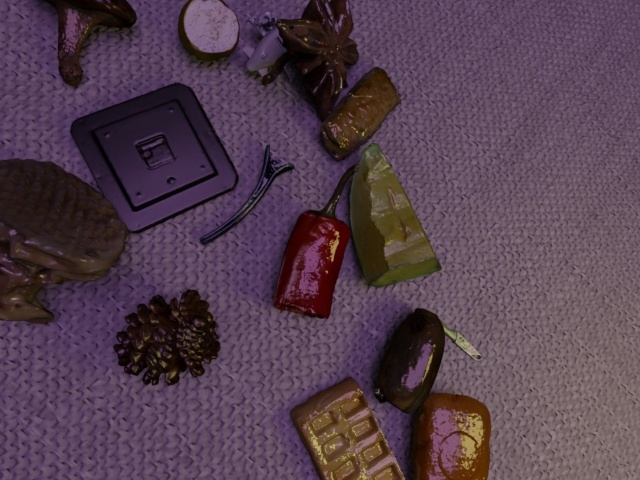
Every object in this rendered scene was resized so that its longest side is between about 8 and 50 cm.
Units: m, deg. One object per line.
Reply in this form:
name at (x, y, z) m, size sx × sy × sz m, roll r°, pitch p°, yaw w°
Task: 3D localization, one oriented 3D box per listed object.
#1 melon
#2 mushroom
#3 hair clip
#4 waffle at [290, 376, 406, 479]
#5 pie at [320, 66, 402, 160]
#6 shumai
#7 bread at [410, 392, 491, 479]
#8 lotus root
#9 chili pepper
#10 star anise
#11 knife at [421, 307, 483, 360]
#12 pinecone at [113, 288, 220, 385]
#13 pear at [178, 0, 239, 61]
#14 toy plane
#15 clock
melon at (0.162, -0.063, 1.091) m, size 0.196 × 0.124 × 0.323 m, roll -12°, pitch 78°, yaw -19°
mushroom at (-0.530, -0.444, 0.969) m, size 0.227 × 0.148 × 0.217 m, roll 18°, pitch 91°, yaw -7°
hair clip at (-0.168, -0.091, 1.039) m, size 0.083 × 0.048 × 0.275 m, roll 39°, pitch 73°, yaw -11°
waffle at (0.063, 0.456, 0.999) m, size 0.168 × 0.057 × 0.274 m, roll -24°, pitch 88°, yaw -18°
pie at (0.108, -0.322, 1.142) m, size 0.128 × 0.068 × 0.282 m, roll 49°, pitch 62°, yaw -20°
shumai at (-0.536, 0.017, 0.863) m, size 0.267 × 0.262 × 0.314 m, roll 17°, pitch 29°, yaw -48°
bread at (0.286, 0.467, 1.030) m, size 0.174 × 0.121 × 0.245 m, roll 14°, pitch 79°, yaw -15°
lotus root at (0.210, 0.269, 1.040) m, size 0.123 × 0.124 × 0.241 m, roll 26°, pitch 75°, yaw 10°
chili pepper at (-0.004, 0.000, 1.025) m, size 0.135 × 0.131 × 0.338 m, roll 12°, pitch 80°, yaw 12°
star anise at (-0.009, -0.433, 1.062) m, size 0.292 × 0.109 × 0.349 m, roll 39°, pitch 68°, yaw -47°
knife at (0.328, 0.232, 1.141) m, size 0.207 × 0.014 × 0.030 m, roll 41°, pitch 72°, yaw -7°
pinecone at (-0.295, 0.192, 0.894) m, size 0.195 × 0.150 × 0.179 m, roll -19°, pitch 86°, yaw -18°
pear at (-0.255, -0.482, 1.056) m, size 0.141 × 0.104 × 0.141 m, roll -3°, pitch 105°, yaw -13°
toy plane at (-0.113, -0.459, 1.104) m, size 0.174 × 0.080 × 0.173 m, roll -2°, pitch 94°, yaw -28°
clock at (-0.353, -0.186, 1.000) m, size 0.279 × 0.049 × 0.273 m, roll -29°, pitch 90°, yaw -19°
